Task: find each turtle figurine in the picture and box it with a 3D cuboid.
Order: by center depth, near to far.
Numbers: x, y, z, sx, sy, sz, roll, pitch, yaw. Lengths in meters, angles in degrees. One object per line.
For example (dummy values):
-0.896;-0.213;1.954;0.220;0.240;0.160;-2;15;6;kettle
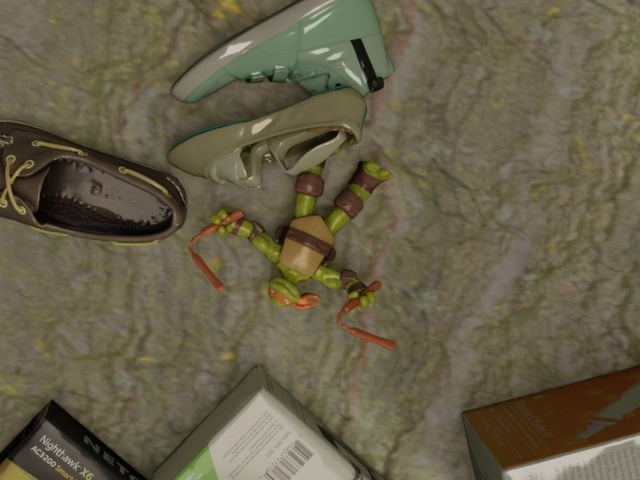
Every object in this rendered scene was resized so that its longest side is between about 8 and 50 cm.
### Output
0.000;0.000;1.457;0.270;0.087;0.217;26;86;5;turtle figurine

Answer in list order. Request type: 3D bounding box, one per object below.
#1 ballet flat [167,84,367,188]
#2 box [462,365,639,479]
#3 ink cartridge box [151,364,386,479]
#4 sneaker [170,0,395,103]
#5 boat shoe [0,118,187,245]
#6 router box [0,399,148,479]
-0.062;-0.104;1.402;0.249;0.086;0.086;-19;102;18;ballet flat
0.373;0.271;1.481;0.345;0.215;0.168;-14;100;-4;box
-0.043;0.322;1.494;0.273;0.115;0.198;44;93;-11;ink cartridge box
-0.037;-0.186;1.421;0.256;0.094;0.151;-28;104;0;sneaker
-0.312;-0.064;1.408;0.325;0.097;0.116;14;98;-9;boat shoe
-0.297;0.387;1.494;0.309;0.081;0.243;42;93;-11;router box
